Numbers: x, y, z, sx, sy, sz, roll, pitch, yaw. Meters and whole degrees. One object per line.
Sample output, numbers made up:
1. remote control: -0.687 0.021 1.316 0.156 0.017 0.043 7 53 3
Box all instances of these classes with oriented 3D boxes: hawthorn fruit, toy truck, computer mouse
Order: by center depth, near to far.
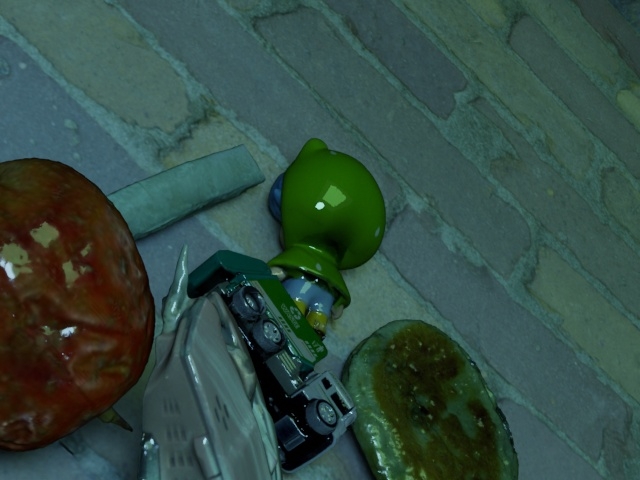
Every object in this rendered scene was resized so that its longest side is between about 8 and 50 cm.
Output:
1. hawthorn fruit: -0.274 0.059 0.999 0.258 0.258 0.262 -8 72 -45
2. computer mouse: -0.094 0.195 1.040 0.199 0.114 0.389 -38 129 -79
3. toy truck: -0.064 0.131 1.252 0.253 0.114 0.124 54 29 4

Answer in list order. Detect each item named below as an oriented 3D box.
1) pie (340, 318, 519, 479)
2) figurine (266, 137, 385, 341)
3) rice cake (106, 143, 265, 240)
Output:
1. pie: 0.141 0.237 1.388 0.302 0.067 0.303 25 46 -28
2. figurine: 0.000 0.000 1.394 0.162 0.143 0.263 30 56 -27
3. rice cake: -0.193 -0.044 1.298 0.336 0.063 0.066 -27 84 -50
